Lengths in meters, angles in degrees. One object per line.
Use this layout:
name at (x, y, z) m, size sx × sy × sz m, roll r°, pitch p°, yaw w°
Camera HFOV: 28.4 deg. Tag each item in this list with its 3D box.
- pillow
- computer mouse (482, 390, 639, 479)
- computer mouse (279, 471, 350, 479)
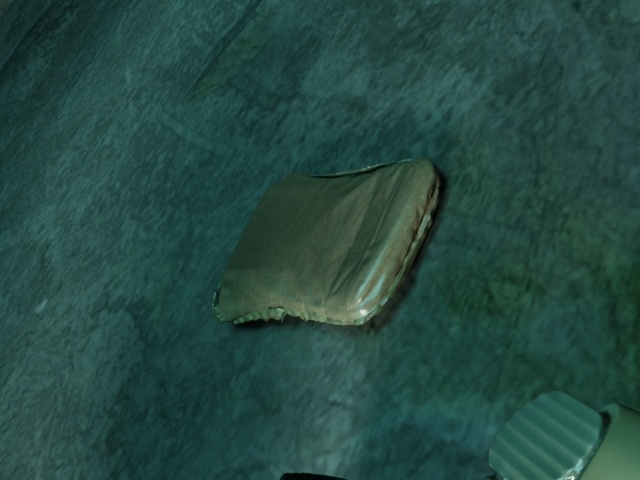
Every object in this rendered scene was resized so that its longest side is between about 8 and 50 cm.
pillow at (-0.001, 0.002, 0.896) m, size 0.211 × 0.034 × 0.135 m, roll 0°, pitch 56°, yaw 55°
computer mouse at (0.123, 0.148, 0.503) m, size 0.145 × 0.082 × 0.236 m, roll -55°, pitch 29°, yaw 1°
computer mouse at (0.019, 0.177, 0.616) m, size 0.192 × 0.062 × 0.106 m, roll -126°, pitch 29°, yaw -70°
